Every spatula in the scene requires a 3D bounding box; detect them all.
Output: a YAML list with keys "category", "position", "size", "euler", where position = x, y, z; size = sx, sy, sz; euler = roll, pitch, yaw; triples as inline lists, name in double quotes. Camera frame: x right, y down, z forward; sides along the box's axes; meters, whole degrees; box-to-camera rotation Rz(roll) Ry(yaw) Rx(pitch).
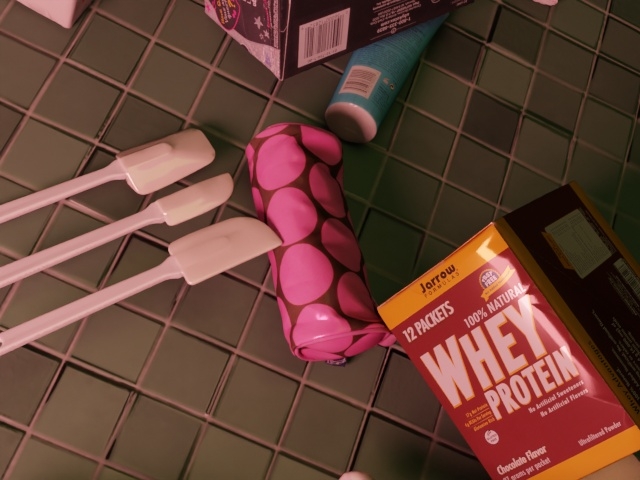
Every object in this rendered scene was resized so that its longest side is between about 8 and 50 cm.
- category: "spatula"
  position: [-0.176, -0.006, 0.735]
  size: [0.242, 0.019, 0.168]
  euler: [-24, 59, -19]

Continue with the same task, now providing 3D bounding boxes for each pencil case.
- category: "pencil case"
  position: [0.000, 0.000, 0.775]
  size: [0.098, 0.095, 0.209]
  euler: [-5, 68, -22]

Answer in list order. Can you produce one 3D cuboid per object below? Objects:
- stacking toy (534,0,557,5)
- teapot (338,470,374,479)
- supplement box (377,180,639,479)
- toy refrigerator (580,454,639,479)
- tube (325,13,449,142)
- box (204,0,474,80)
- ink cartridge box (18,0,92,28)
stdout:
- category: "stacking toy"
  position: [0.342, -0.338, 1.052]
  size: [0.221, 0.052, 0.166]
  euler: [13, 65, -14]
- category: "teapot"
  position: [0.106, 0.326, 0.630]
  size: [0.253, 0.187, 0.255]
  euler: [12, 91, 7]
- category: "supplement box"
  position: [0.187, 0.077, 0.741]
  size: [0.191, 0.129, 0.194]
  euler: [56, 35, 9]
- category: "toy refrigerator"
  position: [0.287, 0.296, 0.741]
  size: [0.094, 0.102, 0.269]
  euler: [-39, 84, -27]
- category: "tube"
  position: [0.066, -0.187, 0.901]
  size: [0.080, 0.052, 0.207]
  euler: [31, 57, -7]
- category: "box"
  position: [0.023, -0.285, 0.846]
  size: [0.247, 0.163, 0.142]
  euler: [-27, 55, -25]
- category: "ink cartridge box"
  position: [-0.196, -0.340, 0.751]
  size: [0.114, 0.273, 0.197]
  euler: [32, 62, -8]
